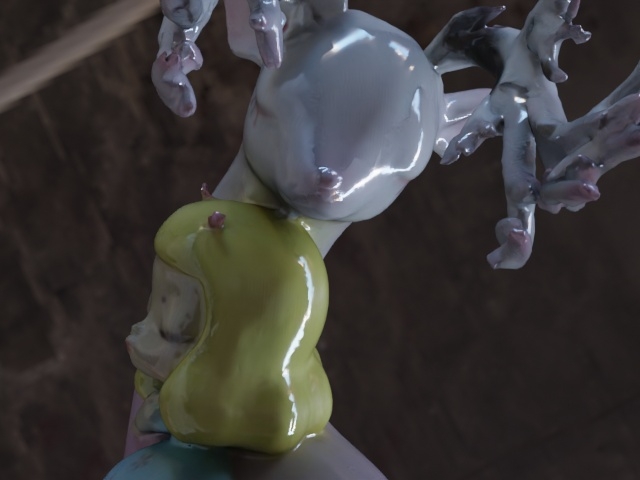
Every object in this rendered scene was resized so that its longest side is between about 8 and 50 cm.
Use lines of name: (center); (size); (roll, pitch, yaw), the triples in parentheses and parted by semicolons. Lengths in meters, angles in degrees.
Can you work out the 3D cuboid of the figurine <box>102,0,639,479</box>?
figurine: (0.013, 0.001, 0.794); (0.284, 0.206, 0.315); (-111, -151, -81)
